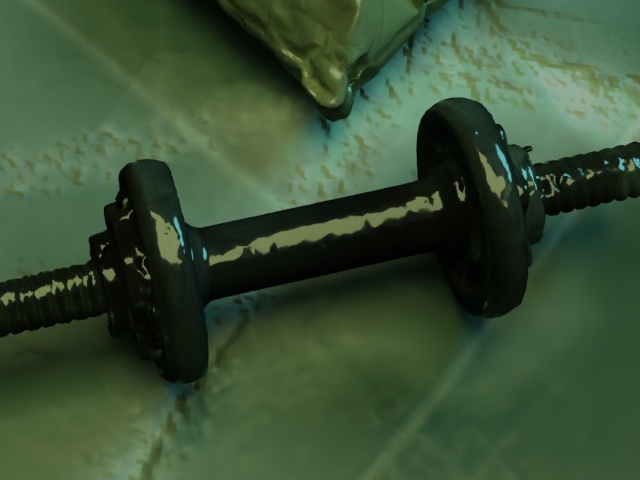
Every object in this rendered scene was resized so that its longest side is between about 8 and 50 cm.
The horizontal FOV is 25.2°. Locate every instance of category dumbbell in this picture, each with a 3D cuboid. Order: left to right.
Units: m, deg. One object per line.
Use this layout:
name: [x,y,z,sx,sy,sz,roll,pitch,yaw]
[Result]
dumbbell: [0.000,0.000,0.503,0.254,0.081,0.081,-13,64,-11]

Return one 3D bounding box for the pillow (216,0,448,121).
pillow: [0.003,-0.224,0.621,0.274,0.076,0.281,-41,72,-20]
